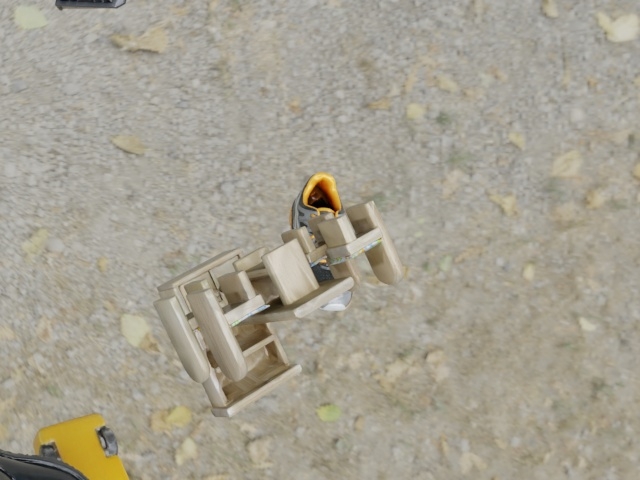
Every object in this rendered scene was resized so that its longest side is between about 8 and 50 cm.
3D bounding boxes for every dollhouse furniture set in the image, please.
[{"bbox_3d":[-0.050,0.089,1.054,0.212,0.242,0.161,-29,98,-32],"label":"dollhouse furniture set"}]

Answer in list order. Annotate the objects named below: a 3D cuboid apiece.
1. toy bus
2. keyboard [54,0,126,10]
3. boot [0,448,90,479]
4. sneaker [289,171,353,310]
[{"bbox_3d":[-0.316,0.424,1.459,0.108,0.130,0.333,-14,61,-32],"label":"toy bus"},{"bbox_3d":[-0.228,-0.317,1.003,0.023,0.108,0.180,29,69,-64],"label":"keyboard"},{"bbox_3d":[-0.376,0.331,1.219,0.246,0.207,0.094,31,94,-26],"label":"boot"},{"bbox_3d":[0.000,0.000,1.322,0.084,0.215,0.083,2,137,-18],"label":"sneaker"}]
